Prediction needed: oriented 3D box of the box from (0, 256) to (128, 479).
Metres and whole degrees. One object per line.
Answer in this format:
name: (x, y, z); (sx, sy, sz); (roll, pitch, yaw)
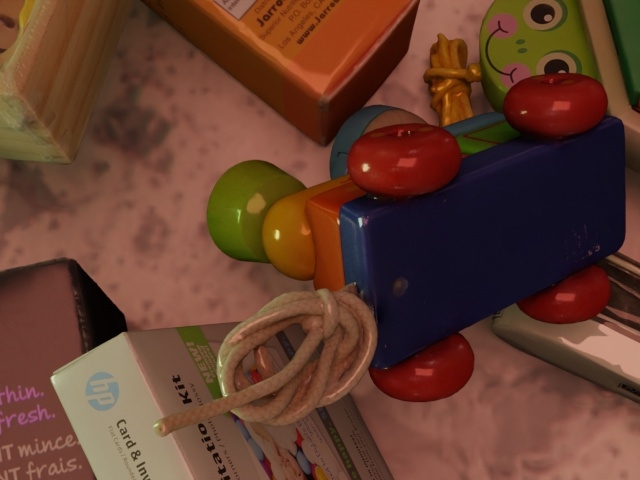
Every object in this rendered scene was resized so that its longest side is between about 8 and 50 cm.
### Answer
box: (-0.145, 0.163, 0.464); (0.165, 0.143, 0.270); (-11, 79, -4)

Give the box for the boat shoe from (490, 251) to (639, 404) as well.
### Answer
boat shoe: (0.192, 0.055, 0.523); (0.219, 0.078, 0.070); (25, 80, 7)

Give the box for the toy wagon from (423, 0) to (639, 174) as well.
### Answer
toy wagon: (0.220, -0.107, 0.534); (0.344, 0.068, 0.267); (-10, 65, 5)

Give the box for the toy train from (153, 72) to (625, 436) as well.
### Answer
toy train: (0.000, 0.000, 0.462); (0.248, 0.143, 0.105); (-22, 115, -35)

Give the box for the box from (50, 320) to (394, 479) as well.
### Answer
box: (-0.018, 0.103, 0.457); (0.038, 0.186, 0.145); (-31, 78, 17)

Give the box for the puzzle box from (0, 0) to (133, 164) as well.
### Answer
puzzle box: (-0.183, -0.233, 0.526); (0.272, 0.052, 0.409); (6, 65, 16)

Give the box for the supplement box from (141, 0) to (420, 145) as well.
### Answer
supplement box: (-0.064, -0.154, 0.569); (0.233, 0.078, 0.080); (38, 80, 7)
